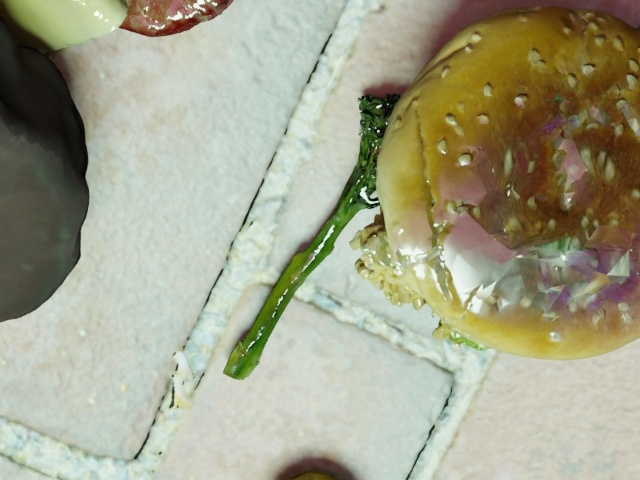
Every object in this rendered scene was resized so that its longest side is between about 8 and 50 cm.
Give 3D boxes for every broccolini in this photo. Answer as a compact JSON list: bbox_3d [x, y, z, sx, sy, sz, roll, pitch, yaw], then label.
[{"bbox_3d":[0.006,0.001,1.018,0.057,0.071,0.254,14,119,-43],"label":"broccolini"}]

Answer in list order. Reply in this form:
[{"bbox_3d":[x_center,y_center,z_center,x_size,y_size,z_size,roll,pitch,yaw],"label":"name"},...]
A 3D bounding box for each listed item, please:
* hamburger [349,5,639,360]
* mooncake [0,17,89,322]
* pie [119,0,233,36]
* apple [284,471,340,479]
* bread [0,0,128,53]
[{"bbox_3d":[0.149,-0.038,0.919,0.286,0.146,0.243,-11,96,-10],"label":"hamburger"},{"bbox_3d":[-0.299,-0.045,0.912,0.283,0.141,0.283,-13,145,-9],"label":"mooncake"},{"bbox_3d":[-0.118,-0.219,0.959,0.153,0.038,0.153,1,106,4],"label":"pie"},{"bbox_3d":[-0.006,0.223,1.047,0.089,0.074,0.089,1,102,3],"label":"apple"},{"bbox_3d":[-0.225,-0.205,0.907,0.178,0.139,0.060,46,60,-33],"label":"bread"}]
